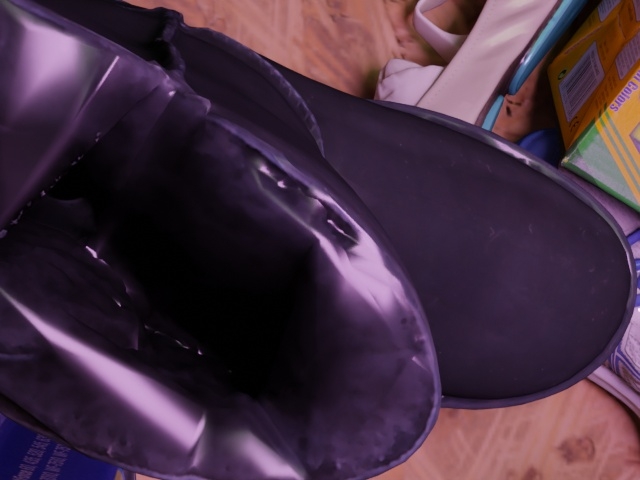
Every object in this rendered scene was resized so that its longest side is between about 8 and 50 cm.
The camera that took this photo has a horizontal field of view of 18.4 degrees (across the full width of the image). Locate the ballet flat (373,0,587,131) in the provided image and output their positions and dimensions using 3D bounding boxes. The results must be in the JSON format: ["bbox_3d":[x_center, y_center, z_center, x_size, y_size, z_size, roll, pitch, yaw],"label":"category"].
[{"bbox_3d":[0.075,-0.089,1.081,0.086,0.086,0.248,40,62,-14],"label":"ballet flat"}]

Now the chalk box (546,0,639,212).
[{"bbox_3d":[0.248,-0.062,1.071,0.213,0.132,0.132,30,25,-13],"label":"chalk box"}]

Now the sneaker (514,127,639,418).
[{"bbox_3d":[0.212,0.055,1.078,0.112,0.131,0.296,-38,95,-27],"label":"sneaker"}]

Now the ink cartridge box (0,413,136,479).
[{"bbox_3d":[-0.101,0.163,0.764,0.072,0.303,0.307,-2,95,-2],"label":"ink cartridge box"}]

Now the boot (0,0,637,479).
[{"bbox_3d":[-0.002,0.000,0.775,0.367,0.445,0.146,19,92,-7],"label":"boot"}]
